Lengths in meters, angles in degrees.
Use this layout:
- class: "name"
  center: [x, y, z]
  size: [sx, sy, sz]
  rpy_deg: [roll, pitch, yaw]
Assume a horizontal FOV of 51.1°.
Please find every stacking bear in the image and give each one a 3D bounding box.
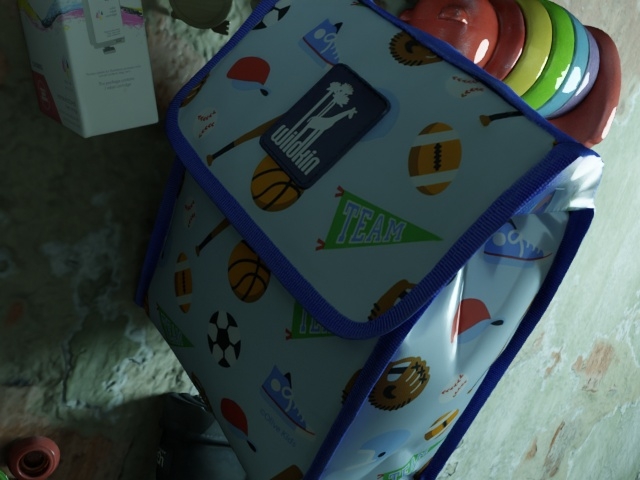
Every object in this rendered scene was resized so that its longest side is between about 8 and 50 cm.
- class: "stacking bear"
  center: [0.231, -0.234, 0.849]
  size: [0.289, 0.175, 0.164]
  rpy_deg: [8, 106, -35]

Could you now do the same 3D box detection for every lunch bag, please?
- class: "lunch bag"
  center: [0.012, 0.004, 0.587]
  size: [0.239, 0.328, 0.385]
  rpy_deg: [-4, 130, -42]

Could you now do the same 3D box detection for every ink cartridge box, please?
- class: "ink cartridge box"
  center: [-0.193, -0.193, 0.525]
  size: [0.067, 0.115, 0.198]
  rpy_deg: [-20, 120, -33]

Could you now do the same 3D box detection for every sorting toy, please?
- class: "sorting toy"
  center: [-0.312, 0.233, 0.673]
  size: [0.102, 0.042, 0.061]
  rpy_deg: [-25, 109, -16]

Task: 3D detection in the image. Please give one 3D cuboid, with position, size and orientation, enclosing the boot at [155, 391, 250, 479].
- class: "boot"
  center: [-0.070, 0.432, 0.805]
  size: [0.367, 0.146, 0.445]
  rpy_deg: [16, 82, -24]

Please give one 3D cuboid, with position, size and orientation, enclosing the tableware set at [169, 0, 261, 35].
- class: "tableware set"
  center: [-0.078, -0.267, 0.592]
  size: [0.020, 0.141, 0.169]
  rpy_deg: [-71, 161, -56]
